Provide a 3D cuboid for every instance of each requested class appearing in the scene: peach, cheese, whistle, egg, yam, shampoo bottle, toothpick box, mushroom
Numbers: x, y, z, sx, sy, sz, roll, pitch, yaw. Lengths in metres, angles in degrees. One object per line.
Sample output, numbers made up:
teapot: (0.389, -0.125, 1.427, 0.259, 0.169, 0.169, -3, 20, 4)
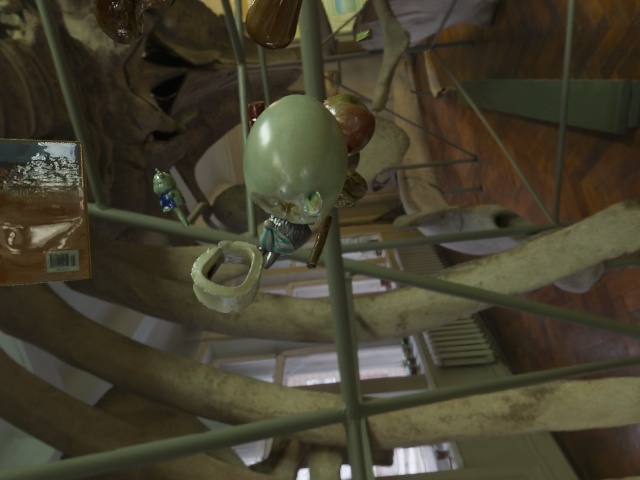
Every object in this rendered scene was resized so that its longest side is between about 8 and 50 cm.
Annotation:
peach: (0.099, -0.468, 1.895, 0.252, 0.252, 0.252, -6, -90, -88)
cheese: (-0.416, 0.151, 2.115, 0.153, 0.292, 0.332, 106, -173, -49)
whistle: (-0.566, -0.159, 1.748, 0.110, 0.092, 0.244, 3, 119, 65)
egg: (-0.062, -0.225, 1.234, 0.278, 0.278, 0.336, 79, -160, -70)
yam: (0.000, 0.000, 1.698, 0.045, 0.045, 0.327, -51, 11, 32)
shampoo bottle: (-0.216, -0.365, 1.668, 0.102, 0.064, 0.260, 22, 126, 47)
toothpick box: (-0.104, -0.694, 1.286, 0.294, 0.192, 0.192, 129, 142, -51)
mushroom: (-0.741, -0.984, 1.859, 0.334, 0.356, 0.331, 111, 137, -65)

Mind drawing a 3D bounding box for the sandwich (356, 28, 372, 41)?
sandwich: (0.149, -0.661, 1.485, 0.083, 0.044, 0.031, 26, 127, 60)

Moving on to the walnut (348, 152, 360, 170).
walnut: (0.074, -0.417, 2.315, 0.248, 0.248, 0.248, -6, -90, -88)

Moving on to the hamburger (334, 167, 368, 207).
hamburger: (0.076, -0.229, 1.910, 0.309, 0.211, 0.132, 28, -111, -49)

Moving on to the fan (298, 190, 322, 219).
fan: (-0.025, -0.086, 1.085, 0.003, 0.080, 0.060, 18, -117, -45)

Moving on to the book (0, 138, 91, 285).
book: (-0.749, -0.072, 1.197, 0.028, 0.262, 0.374, -166, 75, -63)

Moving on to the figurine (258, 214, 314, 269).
figurine: (-0.172, -0.022, 2.307, 0.361, 0.266, 0.377, 108, -179, -73)
